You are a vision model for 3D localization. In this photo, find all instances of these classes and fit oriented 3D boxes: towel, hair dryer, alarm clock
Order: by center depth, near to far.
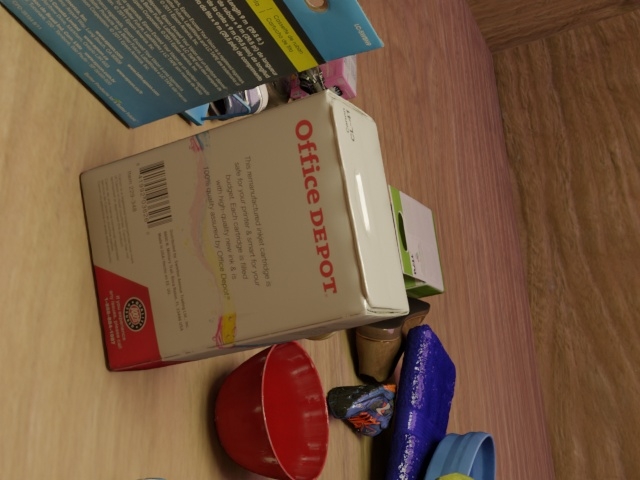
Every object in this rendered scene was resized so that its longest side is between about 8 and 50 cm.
[{"bbox_3d":[-0.085,-0.258,1.419,0.192,0.064,0.129,55,30,-48],"label":"alarm clock"},{"bbox_3d":[0.014,-0.174,1.448,0.293,0.080,0.223,58,9,-6],"label":"hair dryer"},{"bbox_3d":[0.185,0.327,1.578,0.227,0.076,0.308,61,36,-61],"label":"towel"}]

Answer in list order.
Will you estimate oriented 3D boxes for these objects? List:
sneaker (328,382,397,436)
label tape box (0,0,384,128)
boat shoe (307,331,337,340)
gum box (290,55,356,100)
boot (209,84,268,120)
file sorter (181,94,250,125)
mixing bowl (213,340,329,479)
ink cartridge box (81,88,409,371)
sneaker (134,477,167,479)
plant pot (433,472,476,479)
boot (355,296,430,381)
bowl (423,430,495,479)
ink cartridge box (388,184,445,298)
[{"bbox_3d":[0.080,0.283,1.470,0.221,0.083,0.087,15,69,-63],"label":"sneaker"},{"bbox_3d":[-0.131,-0.268,0.941,0.240,0.334,0.105,48,35,-50],"label":"label tape box"},{"bbox_3d":[0.000,0.000,1.383,0.110,0.122,0.341,41,38,-57],"label":"boat shoe"},{"bbox_3d":[0.006,-0.327,1.613,0.062,0.107,0.188,49,34,-48],"label":"gum box"},{"bbox_3d":[-0.146,-0.266,1.271,0.086,0.069,0.190,-27,91,-49],"label":"boot"},{"bbox_3d":[-0.139,-0.257,1.161,0.118,0.105,0.170,38,58,-51],"label":"file sorter"},{"bbox_3d":[-0.070,0.221,1.111,0.181,0.098,0.181,48,34,-49],"label":"mixing bowl"},{"bbox_3d":[-0.083,0.002,0.933,0.131,0.306,0.226,13,66,-66],"label":"ink cartridge box"},{"bbox_3d":[-0.146,0.348,0.871,0.086,0.085,0.237,-23,99,-63],"label":"sneaker"},{"bbox_3d":[0.130,0.440,1.120,0.276,0.254,0.276,36,23,-19],"label":"plant pot"},{"bbox_3d":[0.128,0.173,1.661,0.305,0.112,0.115,-27,125,-67],"label":"boot"},{"bbox_3d":[0.225,0.521,1.529,0.391,0.077,0.391,8,90,-69],"label":"bowl"},{"bbox_3d":[0.160,0.008,1.807,0.255,0.097,0.188,23,56,-61],"label":"ink cartridge box"}]
